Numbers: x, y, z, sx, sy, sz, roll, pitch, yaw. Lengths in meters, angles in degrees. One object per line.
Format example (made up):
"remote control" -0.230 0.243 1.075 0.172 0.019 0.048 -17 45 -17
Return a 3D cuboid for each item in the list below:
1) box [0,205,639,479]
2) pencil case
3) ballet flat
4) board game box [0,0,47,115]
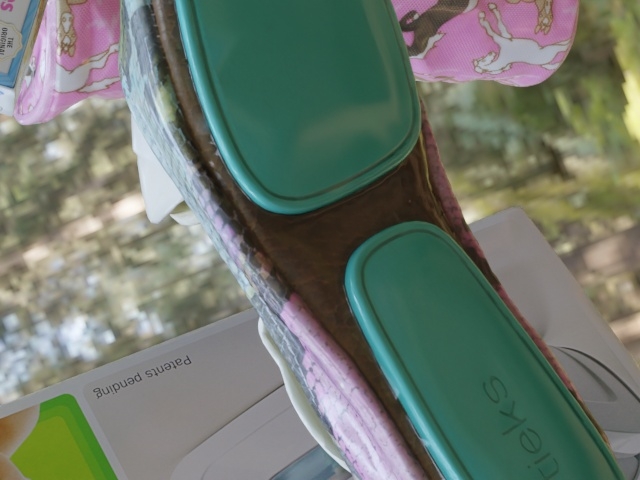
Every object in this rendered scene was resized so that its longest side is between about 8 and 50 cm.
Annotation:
"box" 0.015 0.146 0.636 0.231 0.262 0.127 57 155 29
"pencil case" -0.023 -0.164 1.132 0.167 0.386 0.160 105 149 -42
"ballet flat" 0.000 0.000 0.440 0.077 0.079 0.221 -26 -95 -36
"board game box" -0.145 -0.133 0.661 0.026 0.103 0.154 122 163 -68
